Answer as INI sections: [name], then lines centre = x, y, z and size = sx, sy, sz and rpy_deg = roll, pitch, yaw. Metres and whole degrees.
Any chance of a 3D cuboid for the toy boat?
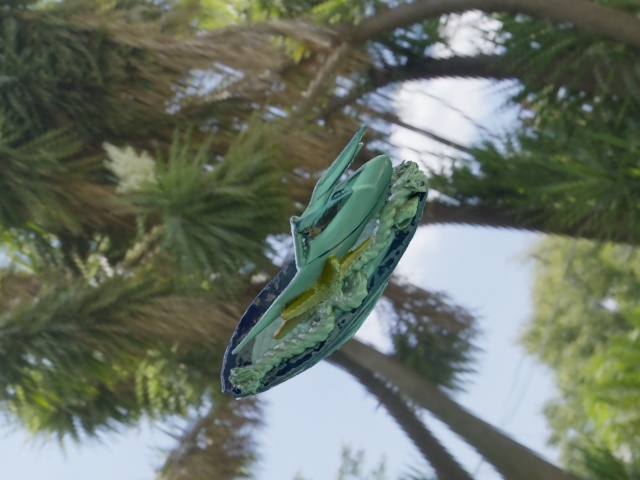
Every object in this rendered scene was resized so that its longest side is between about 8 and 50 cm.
[toy boat]
centre = 0.000, 0.000, 0.820
size = 0.220, 0.067, 0.291
rpy_deg = -48, -16, -14
